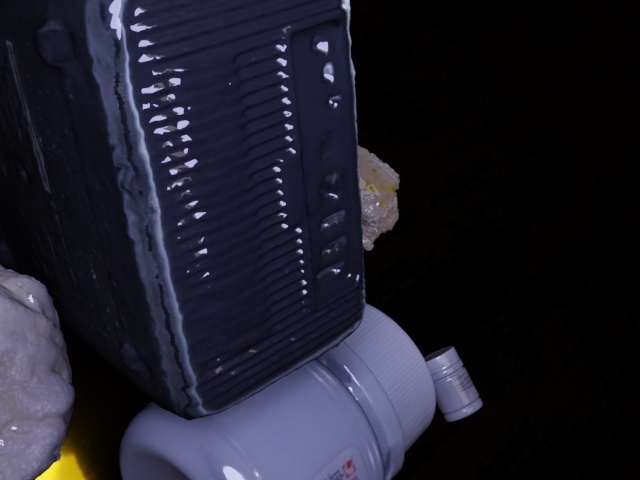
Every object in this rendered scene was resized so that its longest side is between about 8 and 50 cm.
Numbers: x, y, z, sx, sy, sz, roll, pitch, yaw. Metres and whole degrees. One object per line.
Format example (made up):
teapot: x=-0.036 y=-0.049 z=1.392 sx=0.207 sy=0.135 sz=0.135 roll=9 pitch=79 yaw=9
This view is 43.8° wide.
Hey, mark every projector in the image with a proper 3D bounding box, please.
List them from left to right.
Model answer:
projector: x=-0.173 y=-0.095 z=0.746 sx=0.242 sy=0.405 sz=0.395 roll=-26 pitch=126 yaw=-33

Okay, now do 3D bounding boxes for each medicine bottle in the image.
medicine bottle: x=-0.037 y=0.221 z=0.884 sx=0.306 sy=0.245 sz=0.245 roll=-34 pitch=91 yaw=-39
medicine bottle: x=0.182 y=0.201 z=1.116 sx=0.058 sy=0.058 sz=0.091 roll=-25 pitch=86 yaw=-32

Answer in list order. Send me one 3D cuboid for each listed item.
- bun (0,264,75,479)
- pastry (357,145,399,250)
bun: x=-0.336 y=0.146 z=0.724 sx=0.205 sy=0.281 sz=0.281 roll=2 pitch=72 yaw=-37
pastry: x=0.009 y=-0.095 z=1.112 sx=0.258 sy=0.089 sz=0.121 roll=38 pitch=72 yaw=-8
